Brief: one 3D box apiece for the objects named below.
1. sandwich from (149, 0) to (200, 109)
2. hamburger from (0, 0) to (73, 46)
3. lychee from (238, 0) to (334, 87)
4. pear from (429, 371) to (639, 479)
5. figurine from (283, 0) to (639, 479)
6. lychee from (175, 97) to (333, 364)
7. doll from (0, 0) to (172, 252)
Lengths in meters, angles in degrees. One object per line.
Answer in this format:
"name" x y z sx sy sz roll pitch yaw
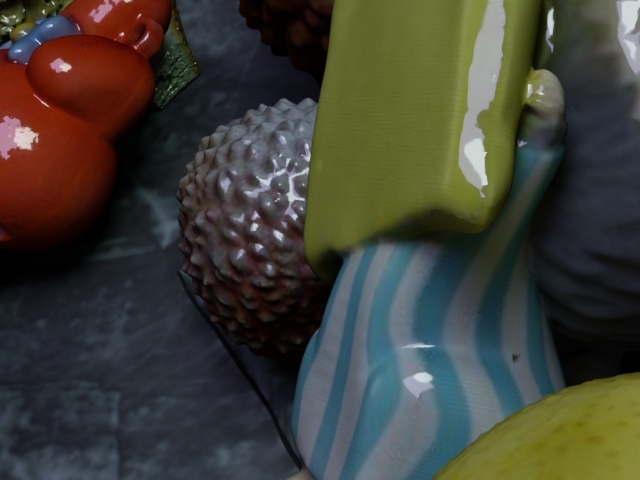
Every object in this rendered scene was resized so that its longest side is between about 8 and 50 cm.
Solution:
"sandwich" -0.142 -0.129 1.414 0.105 0.036 0.093 -21 51 7
"hamburger" -0.246 -0.239 1.483 0.215 0.122 0.189 25 68 37
"lychee" 0.074 -0.201 1.243 0.300 0.264 0.264 -1 55 16
"pear" 0.161 0.222 0.841 0.348 0.348 0.348 -11 52 14
"figurine" 0.189 0.009 1.044 0.266 0.377 0.361 -145 66 -73
"lychee" 0.000 0.000 1.182 0.165 0.165 0.197 -33 44 -4
"doll" -0.202 -0.062 1.326 0.290 0.130 0.161 -46 37 4
